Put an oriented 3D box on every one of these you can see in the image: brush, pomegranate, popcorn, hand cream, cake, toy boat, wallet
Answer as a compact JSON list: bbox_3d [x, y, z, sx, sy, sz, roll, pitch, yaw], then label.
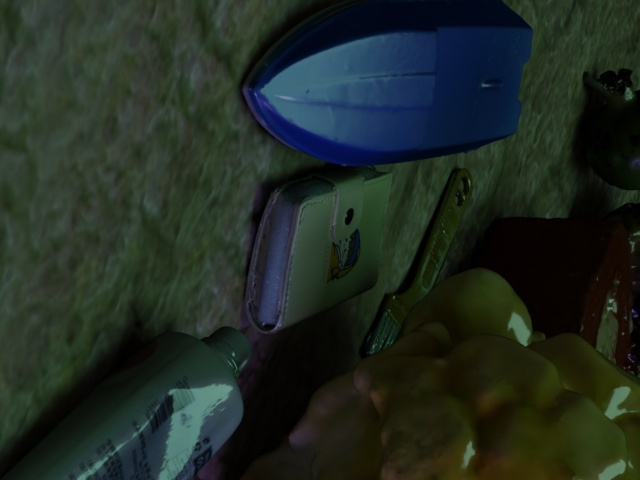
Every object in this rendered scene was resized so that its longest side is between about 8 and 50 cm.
[{"bbox_3d":[0.095,0.029,1.501,0.082,0.010,0.218,50,55,-42],"label":"brush"},{"bbox_3d":[0.337,-0.126,1.847,0.161,0.122,0.122,58,44,-18],"label":"pomegranate"},{"bbox_3d":[0.118,0.243,1.267,0.344,0.354,0.390,-27,103,-12],"label":"popcorn"},{"bbox_3d":[-0.152,0.158,1.019,0.341,0.078,0.124,-42,140,-39],"label":"hand cream"},{"bbox_3d":[0.209,0.086,1.622,0.283,0.151,0.177,-48,133,-54],"label":"cake"},{"bbox_3d":[0.042,-0.120,1.255,0.295,0.088,0.129,-11,114,-51],"label":"toy boat"},{"bbox_3d":[0.000,0.000,1.269,0.155,0.039,0.110,-20,124,-61],"label":"wallet"}]

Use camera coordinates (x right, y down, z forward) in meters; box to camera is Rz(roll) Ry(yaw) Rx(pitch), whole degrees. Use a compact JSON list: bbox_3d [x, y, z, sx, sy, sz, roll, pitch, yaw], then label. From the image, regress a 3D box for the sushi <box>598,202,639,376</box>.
[{"bbox_3d":[0.379,0.044,1.912,0.204,0.200,0.213,45,39,-62],"label":"sushi"}]
